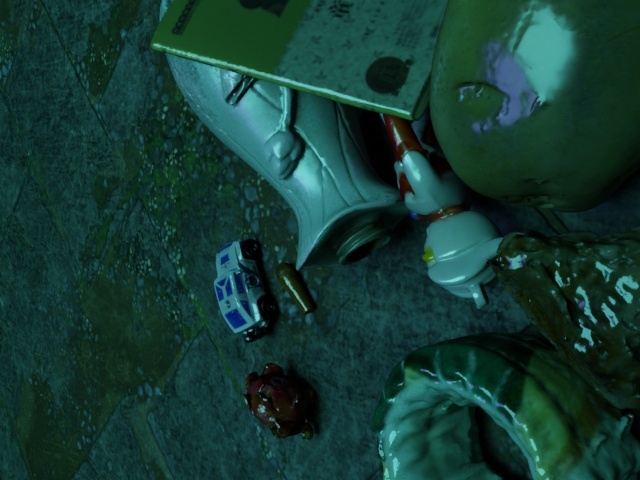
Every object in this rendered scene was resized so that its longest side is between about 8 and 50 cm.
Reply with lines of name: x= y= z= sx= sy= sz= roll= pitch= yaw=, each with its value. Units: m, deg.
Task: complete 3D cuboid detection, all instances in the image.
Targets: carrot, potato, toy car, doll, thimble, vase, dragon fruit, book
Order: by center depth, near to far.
potato: x=0.236 y=-0.186 z=0.755 sx=0.243 sy=0.221 sz=0.326 roll=37 pitch=117 yaw=50
thimble: x=0.203 y=0.234 z=0.878 sx=0.288 sy=0.167 sz=0.254 roll=2 pitch=97 yaw=49
book: x=-0.001 y=-0.277 z=0.910 sx=0.352 sy=0.035 sz=0.239 roll=20 pitch=72 yaw=20
doll: x=0.123 y=-0.097 z=0.920 sx=0.099 sy=0.188 sz=0.384 roll=-30 pitch=63 yaw=20
vase: x=-0.045 y=-0.175 z=1.059 sx=0.250 sy=0.250 sz=0.445 roll=-42 pitch=70 yaw=42
dragon fruit: x=-0.059 y=0.245 z=1.215 sx=0.068 sy=0.112 sz=0.126 roll=-52 pitch=56 yaw=20
carrot: x=-0.041 y=0.074 z=1.231 sx=0.093 sy=0.032 sz=0.032 roll=57 pitch=131 yaw=24
toy car: x=-0.130 y=0.084 z=1.299 sx=0.080 sy=0.070 sz=0.170 roll=-29 pitch=72 yaw=45

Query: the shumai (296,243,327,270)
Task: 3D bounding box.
shumai: x=0.000 y=0.000 z=1.139 sx=0.083 sy=0.080 sz=0.082 roll=10 pitch=99 yaw=49

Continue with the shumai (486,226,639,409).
shumai: x=0.298 y=0.037 z=0.766 sx=0.185 sy=0.184 sz=0.218 roll=-42 pitch=87 yaw=2
